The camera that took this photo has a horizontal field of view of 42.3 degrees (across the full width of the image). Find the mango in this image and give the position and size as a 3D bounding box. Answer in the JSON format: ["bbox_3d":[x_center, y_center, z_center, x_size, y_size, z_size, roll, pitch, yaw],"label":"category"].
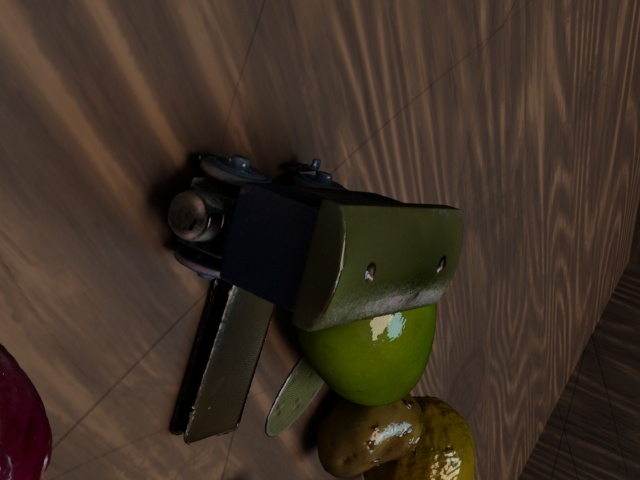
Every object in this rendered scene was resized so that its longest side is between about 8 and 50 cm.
[{"bbox_3d":[0.071,0.116,1.080,0.192,0.156,0.343,-53,153,-15],"label":"mango"}]

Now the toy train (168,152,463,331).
[{"bbox_3d":[0.000,0.000,0.809,0.299,0.202,0.131,-3,112,-59],"label":"toy train"}]

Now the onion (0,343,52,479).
[{"bbox_3d":[-0.280,0.169,0.541,0.250,0.111,0.247,-49,149,-29],"label":"onion"}]

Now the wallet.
[{"bbox_3d":[-0.100,0.125,0.912,0.110,0.031,0.198,-1,112,-60],"label":"wallet"}]

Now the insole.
[{"bbox_3d":[0.019,0.149,1.175,0.322,0.007,0.109,-48,148,-31],"label":"insole"}]

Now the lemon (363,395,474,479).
[{"bbox_3d":[0.166,0.369,1.403,0.192,0.192,0.231,-27,125,-51],"label":"lemon"}]

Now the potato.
[{"bbox_3d":[0.070,0.277,1.233,0.176,0.137,0.137,-11,121,-41],"label":"potato"}]
